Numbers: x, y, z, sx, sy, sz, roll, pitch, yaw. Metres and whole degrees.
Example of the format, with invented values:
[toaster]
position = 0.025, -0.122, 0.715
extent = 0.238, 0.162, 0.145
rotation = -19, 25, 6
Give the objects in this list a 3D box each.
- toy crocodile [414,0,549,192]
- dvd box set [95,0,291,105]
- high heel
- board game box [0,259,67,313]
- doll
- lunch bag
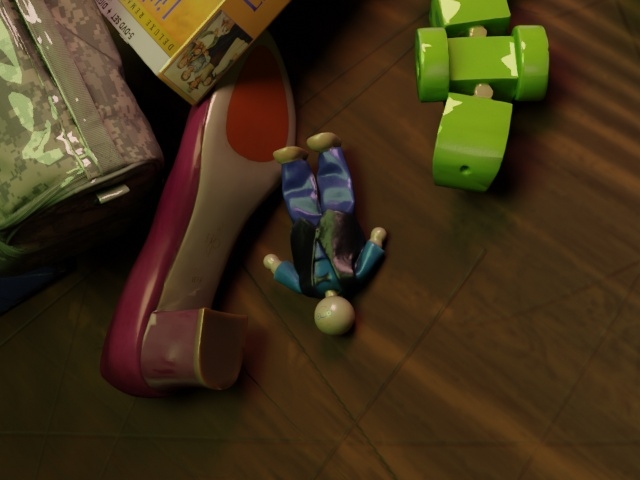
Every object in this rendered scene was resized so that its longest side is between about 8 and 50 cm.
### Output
[toy crocodile]
position = 0.131, -0.207, 1.318
extent = 0.115, 0.105, 0.340
rotation = -2, 66, -3
[dvd box set]
position = -0.058, -0.360, 1.466
extent = 0.420, 0.062, 0.307
rotation = -47, 39, 5
[high heel]
position = -0.138, -0.032, 1.461
extent = 0.181, 0.127, 0.377
rotation = -4, 69, 45
[board game box]
position = -0.425, -0.089, 1.631
extent = 0.141, 0.232, 0.291
rotation = -30, 58, 31
[doll]
position = 0.000, 0.000, 1.383
extent = 0.129, 0.046, 0.189
rotation = -19, 70, 23
[lunch bag]
position = -0.285, -0.146, 1.447
extent = 0.305, 0.213, 0.256
rotation = 64, 153, 6
